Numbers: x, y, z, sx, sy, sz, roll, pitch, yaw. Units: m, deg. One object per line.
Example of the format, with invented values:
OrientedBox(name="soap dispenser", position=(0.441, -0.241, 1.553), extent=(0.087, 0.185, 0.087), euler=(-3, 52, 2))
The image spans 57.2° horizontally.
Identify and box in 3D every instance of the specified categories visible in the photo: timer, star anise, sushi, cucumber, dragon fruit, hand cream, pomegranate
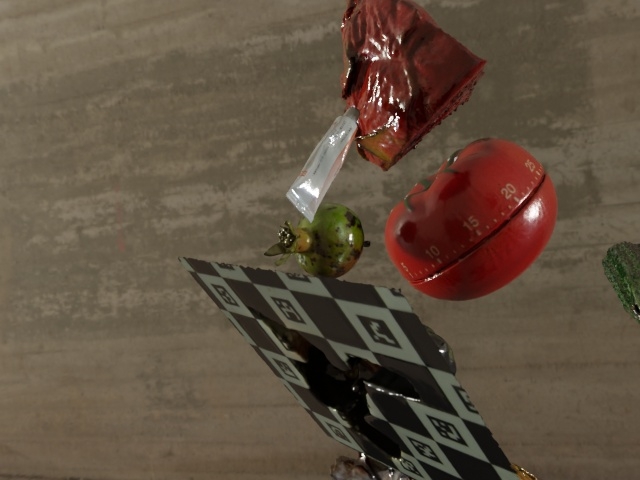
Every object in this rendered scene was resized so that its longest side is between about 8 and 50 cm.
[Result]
OrientedBox(name="timer", position=(0.326, -0.041, 1.284), extent=(0.378, 0.279, 0.378), euler=(-43, 3, 2))
OrientedBox(name="star anise", position=(0.102, 0.413, 1.024), extent=(0.236, 0.229, 0.093), euler=(42, -4, -37))
OrientedBox(name="sushi", position=(0.049, 0.132, 0.607), extent=(0.064, 0.343, 0.359), euler=(-47, 28, -25))
OrientedBox(name="cucumber", position=(0.444, 0.055, 0.815), extent=(0.077, 0.077, 0.265), euler=(-6, 9, 19))
OrientedBox(name="dragon fruit", position=(0.133, -0.302, 1.049), extent=(0.240, 0.330, 0.302), euler=(-4, -33, -47))
OrientedBox(name="hand cream", position=(0.013, -0.125, 0.895), extent=(0.052, 0.216, 0.038), euler=(32, -30, -5))
OrientedBox(name="pomegranate", position=(0.001, 0.004, 1.153), extent=(0.156, 0.156, 0.220), euler=(-5, 6, 31))

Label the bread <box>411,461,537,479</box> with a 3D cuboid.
OrientedBox(name="bread", position=(0.198, 0.361, 0.701), extent=(0.139, 0.240, 0.240), euler=(-36, -15, 34))
